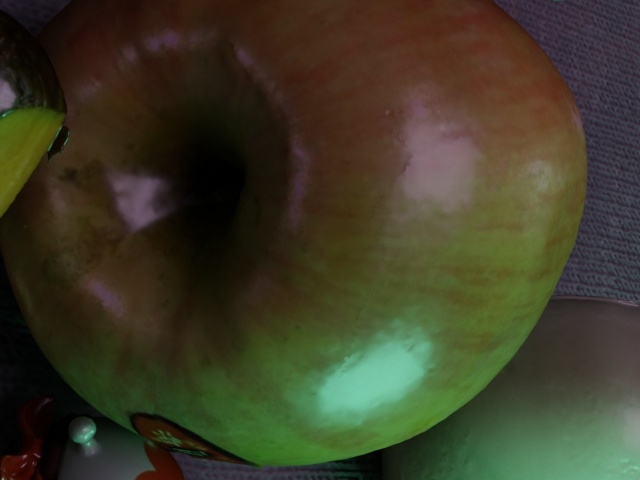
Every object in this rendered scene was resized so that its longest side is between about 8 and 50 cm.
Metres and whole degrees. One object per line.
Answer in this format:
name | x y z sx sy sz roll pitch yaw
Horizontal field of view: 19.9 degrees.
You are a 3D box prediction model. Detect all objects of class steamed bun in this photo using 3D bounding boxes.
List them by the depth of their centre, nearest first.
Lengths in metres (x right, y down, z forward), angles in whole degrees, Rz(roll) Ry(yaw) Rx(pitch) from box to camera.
steamed bun | 0.208 0.196 1.541 0.324 0.324 0.206 33 49 -43

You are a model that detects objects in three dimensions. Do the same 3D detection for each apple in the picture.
apple | -0.013 -0.036 1.264 0.346 0.391 0.391 -7 91 -63

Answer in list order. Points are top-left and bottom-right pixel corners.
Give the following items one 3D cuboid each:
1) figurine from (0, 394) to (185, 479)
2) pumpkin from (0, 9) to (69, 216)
figurine | -0.140 0.205 1.279 0.226 0.160 0.183 43 53 -26
pumpkin | -0.257 -0.021 1.120 0.139 0.190 0.281 -6 90 -51
